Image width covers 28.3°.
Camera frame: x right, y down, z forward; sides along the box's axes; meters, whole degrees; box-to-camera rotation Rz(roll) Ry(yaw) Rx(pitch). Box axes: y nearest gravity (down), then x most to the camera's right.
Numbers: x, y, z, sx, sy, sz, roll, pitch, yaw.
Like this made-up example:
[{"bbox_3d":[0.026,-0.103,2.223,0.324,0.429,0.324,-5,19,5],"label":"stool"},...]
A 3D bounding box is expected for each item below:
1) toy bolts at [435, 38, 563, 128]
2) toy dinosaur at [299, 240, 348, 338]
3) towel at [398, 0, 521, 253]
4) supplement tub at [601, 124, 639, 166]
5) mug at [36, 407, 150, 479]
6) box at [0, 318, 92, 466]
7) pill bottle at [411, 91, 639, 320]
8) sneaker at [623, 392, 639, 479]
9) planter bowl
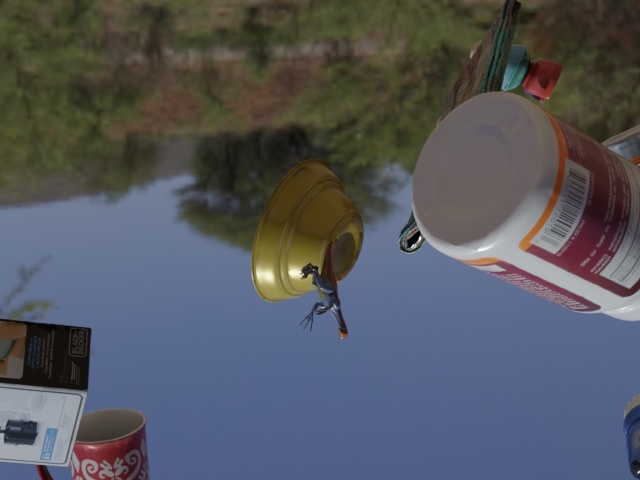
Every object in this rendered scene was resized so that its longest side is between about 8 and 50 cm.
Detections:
[{"bbox_3d":[0.307,-0.242,2.196,0.158,0.229,0.218,24,176,1],"label":"toy bolts"},{"bbox_3d":[0.012,0.061,1.343,0.090,0.082,0.047,-46,-167,-7],"label":"toy dinosaur"},{"bbox_3d":[0.219,-0.182,1.994,0.040,0.271,0.370,24,-130,-6],"label":"towel"},{"bbox_3d":[0.582,-0.105,2.272,0.117,0.190,0.117,-26,-177,1],"label":"supplement tub"},{"bbox_3d":[-0.291,0.321,1.700,0.150,0.169,0.113,6,-161,38],"label":"mug"},{"bbox_3d":[-0.406,0.160,1.380,0.290,0.087,0.169,8,139,-15],"label":"box"},{"bbox_3d":[0.328,-0.031,1.710,0.392,0.224,0.224,23,169,-40],"label":"pill bottle"},{"bbox_3d":[0.575,0.307,1.720,0.330,0.130,0.147,5,-127,16],"label":"sneaker"},{"bbox_3d":[0.000,0.000,1.803,0.090,0.217,0.217,21,-163,26],"label":"planter bowl"}]
